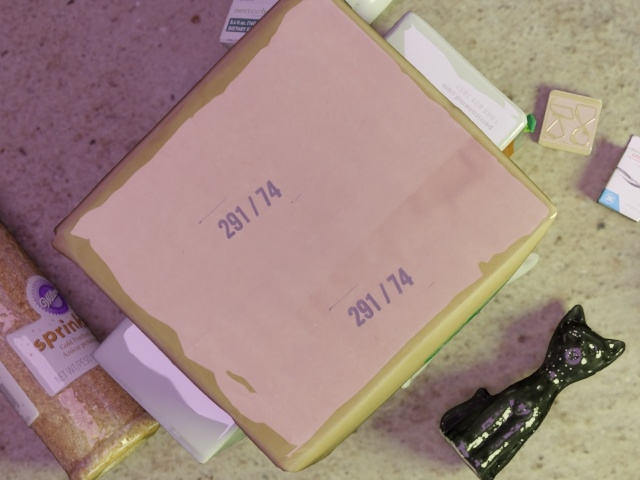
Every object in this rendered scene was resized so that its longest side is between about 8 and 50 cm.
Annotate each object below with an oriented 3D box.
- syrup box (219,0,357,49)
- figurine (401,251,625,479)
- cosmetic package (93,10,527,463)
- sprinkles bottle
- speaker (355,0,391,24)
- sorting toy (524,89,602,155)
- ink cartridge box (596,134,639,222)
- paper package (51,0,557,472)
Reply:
[{"bbox_3d":[-0.012,-0.293,1.434,0.093,0.096,0.237,10,77,32],"label":"syrup box"},{"bbox_3d":[0.179,0.108,1.447,0.209,0.092,0.215,-42,83,-3],"label":"figurine"},{"bbox_3d":[0.000,0.000,1.396,0.161,0.230,0.453,44,95,6],"label":"cosmetic package"},{"bbox_3d":[-0.326,0.098,1.494,0.121,0.121,0.355,-40,84,5],"label":"sprinkles bottle"},{"bbox_3d":[0.046,-0.264,1.482,0.055,0.055,0.136,43,95,7],"label":"speaker"},{"bbox_3d":[0.255,-0.129,1.471,0.083,0.012,0.062,13,95,5],"label":"sorting toy"},{"bbox_3d":[0.334,-0.067,1.450,0.048,0.028,0.083,28,92,7],"label":"ink cartridge box"},{"bbox_3d":[-0.009,-0.010,1.200,0.309,0.168,0.325,45,94,4],"label":"paper package"}]
